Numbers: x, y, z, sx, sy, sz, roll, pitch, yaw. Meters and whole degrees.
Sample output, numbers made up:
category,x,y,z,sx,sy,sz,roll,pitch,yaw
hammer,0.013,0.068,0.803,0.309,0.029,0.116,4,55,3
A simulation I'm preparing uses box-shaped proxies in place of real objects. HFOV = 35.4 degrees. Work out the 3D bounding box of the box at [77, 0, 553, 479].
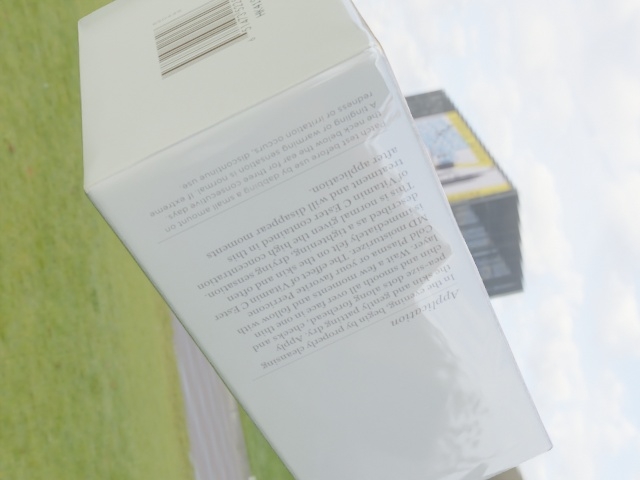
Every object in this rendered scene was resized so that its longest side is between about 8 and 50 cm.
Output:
category,x,y,z,sx,sy,sz,roll,pitch,yaw
box,0.000,0.000,0.669,0.215,0.168,0.345,-110,173,-52
